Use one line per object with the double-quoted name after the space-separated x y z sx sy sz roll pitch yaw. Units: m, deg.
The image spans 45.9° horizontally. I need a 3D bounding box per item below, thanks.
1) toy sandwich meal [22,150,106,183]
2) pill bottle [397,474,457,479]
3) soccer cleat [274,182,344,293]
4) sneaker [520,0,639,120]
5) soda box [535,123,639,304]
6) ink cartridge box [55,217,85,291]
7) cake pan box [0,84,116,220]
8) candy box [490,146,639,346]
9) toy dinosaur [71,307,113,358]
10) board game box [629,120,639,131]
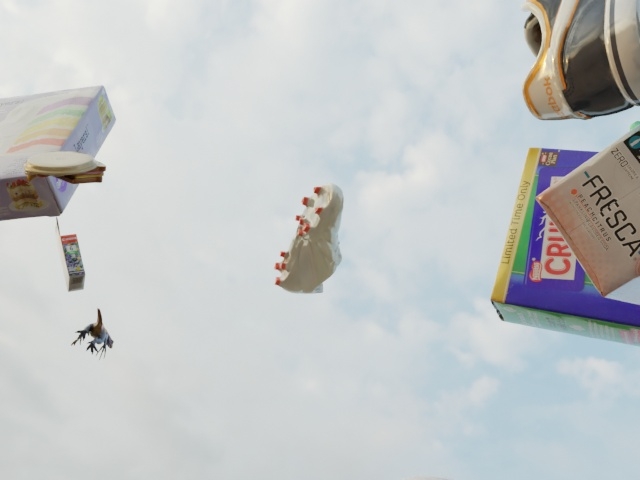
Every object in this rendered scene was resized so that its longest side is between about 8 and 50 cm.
-0.279 -0.075 0.819 0.086 0.085 0.029 7 -69 11 "toy sandwich meal"
0.150 0.435 0.918 0.188 0.187 0.334 0 -40 17 "pill bottle"
0.000 0.000 0.971 0.076 0.068 0.196 11 -43 -16 "soccer cleat"
0.271 -0.241 0.737 0.128 0.321 0.126 -14 -53 41 "sneaker"
0.180 -0.004 0.406 0.063 0.058 0.183 -38 -24 23 "soda box"
-0.421 0.022 1.268 0.029 0.115 0.063 -9 -25 -25 "ink cartridge box"
-0.435 -0.113 1.010 0.267 0.245 0.070 -5 -55 10 "cake pan box"
0.438 0.010 1.101 0.317 0.268 0.122 7 -22 28 "candy box"
-0.289 0.125 1.000 0.047 0.082 0.090 44 -76 1 "toy dinosaur"
0.535 -0.221 0.696 0.390 0.050 0.389 6 -53 -11 "board game box"
